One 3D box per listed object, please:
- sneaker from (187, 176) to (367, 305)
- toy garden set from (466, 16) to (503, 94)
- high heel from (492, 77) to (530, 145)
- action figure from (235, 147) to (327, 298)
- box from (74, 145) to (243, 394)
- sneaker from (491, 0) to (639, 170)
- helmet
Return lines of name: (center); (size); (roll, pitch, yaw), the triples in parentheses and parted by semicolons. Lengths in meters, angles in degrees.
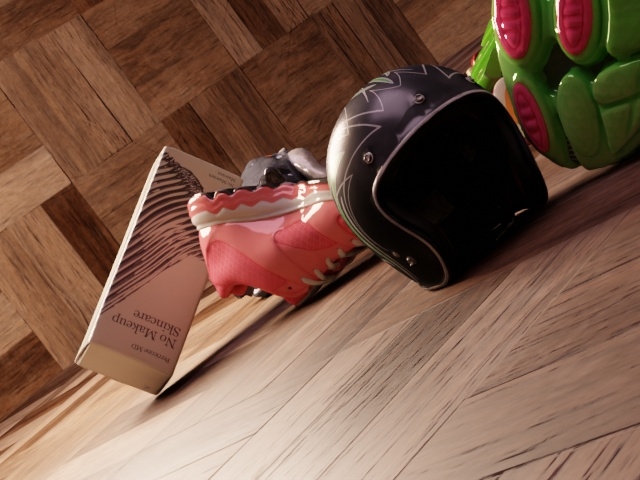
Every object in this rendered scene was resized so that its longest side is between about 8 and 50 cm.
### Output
sneaker: (0.000, 0.000, 1.607); (0.314, 0.136, 0.116); (-5, 3, 36)
toy garden set: (0.198, -0.173, 1.806); (0.204, 0.049, 0.244); (118, 175, -57)
high heel: (0.220, -0.134, 1.624); (0.244, 0.082, 0.117); (-72, -4, -55)
action figure: (-0.009, -0.068, 1.873); (0.341, 0.178, 0.330); (-40, 15, 0)
box: (-0.191, 0.035, 1.788); (0.094, 0.113, 0.275); (132, 157, -61)
sneaker: (0.274, -0.282, 1.134); (0.185, 0.483, 0.202); (22, 10, 41)
helmet: (0.083, -0.059, 1.195); (0.169, 0.161, 0.169); (-36, 5, 4)
